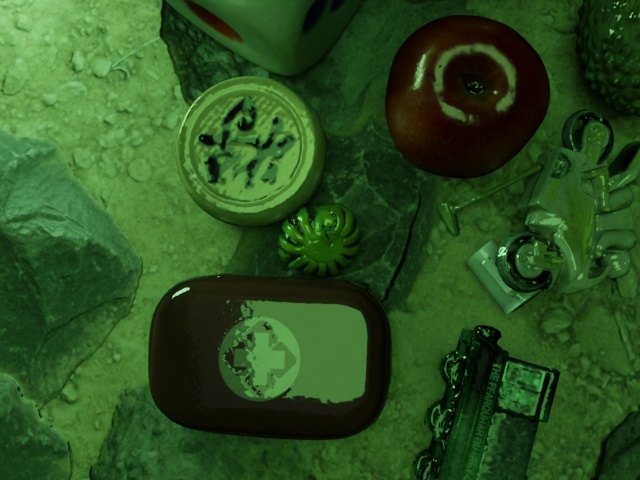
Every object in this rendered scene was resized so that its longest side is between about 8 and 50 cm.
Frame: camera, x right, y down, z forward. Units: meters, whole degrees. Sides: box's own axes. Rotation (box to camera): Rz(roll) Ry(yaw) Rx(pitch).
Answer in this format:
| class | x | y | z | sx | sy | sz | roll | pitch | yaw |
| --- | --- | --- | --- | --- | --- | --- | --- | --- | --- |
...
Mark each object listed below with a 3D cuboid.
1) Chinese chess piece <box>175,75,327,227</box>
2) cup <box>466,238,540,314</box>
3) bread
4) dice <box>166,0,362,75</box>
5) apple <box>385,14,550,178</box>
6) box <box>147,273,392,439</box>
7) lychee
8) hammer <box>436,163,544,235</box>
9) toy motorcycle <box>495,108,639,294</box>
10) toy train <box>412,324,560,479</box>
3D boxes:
| class | x | y | z | sx | sy | sz | roll | pitch | yaw |
| --- | --- | --- | --- | --- | --- | --- | --- | --- | --- |
| Chinese chess piece | -0.117 | -0.149 | 1.259 | 0.257 | 0.104 | 0.257 | -1 | 83 | 4 |
| cup | 0.296 | 0.060 | 1.205 | 0.074 | 0.104 | 0.116 | -43 | 79 | 15 |
| bread | 0.000 | 0.000 | 1.232 | 0.139 | 0.071 | 0.130 | 10 | 106 | -17 |
| dice | -0.090 | -0.476 | 1.208 | 0.304 | 0.277 | 0.304 | 33 | 88 | 9 |
| apple | 0.233 | -0.228 | 1.185 | 0.260 | 0.216 | 0.260 | 0 | 87 | 2 |
| box | -0.086 | 0.188 | 1.212 | 0.404 | 0.108 | 0.263 | 1 | 84 | 7 |
| lychee | 0.533 | -0.333 | 1.167 | 0.255 | 0.255 | 0.274 | 14 | 123 | 6 |
| hammer | 0.280 | -0.069 | 1.208 | 0.195 | 0.028 | 0.060 | -28 | 84 | 37 |
| toy motorcycle | 0.423 | -0.039 | 1.189 | 0.223 | 0.108 | 0.341 | 32 | 75 | -13 |
| toy train | 0.257 | 0.303 | 1.167 | 0.178 | 0.138 | 0.330 | 15 | 86 | 2 |
